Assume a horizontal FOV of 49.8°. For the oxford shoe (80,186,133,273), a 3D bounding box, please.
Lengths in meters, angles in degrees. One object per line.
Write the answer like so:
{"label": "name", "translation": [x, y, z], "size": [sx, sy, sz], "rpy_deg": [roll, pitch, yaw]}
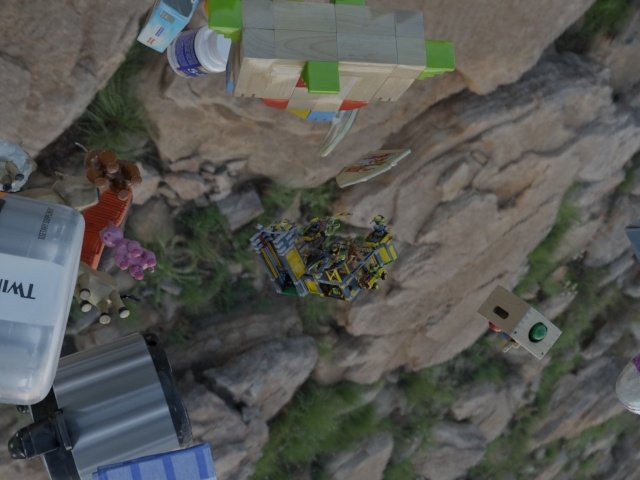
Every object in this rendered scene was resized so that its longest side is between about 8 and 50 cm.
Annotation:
{"label": "oxford shoe", "translation": [-0.514, -0.007, 1.633], "size": [0.271, 0.096, 0.098], "rpy_deg": [-65, 159, -14]}

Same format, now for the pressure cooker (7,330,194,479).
{"label": "pressure cooker", "translation": [-0.568, 0.456, 1.750], "size": [0.420, 0.375, 0.370], "rpy_deg": [-17, 127, -20]}

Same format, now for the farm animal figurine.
{"label": "farm animal figurine", "translation": [-0.445, -0.025, 1.158], "size": [0.326, 0.172, 0.330], "rpy_deg": [-2, 122, -34]}

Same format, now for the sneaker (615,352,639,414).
{"label": "sneaker", "translation": [0.515, 0.130, 0.960], "size": [0.282, 0.102, 0.161], "rpy_deg": [-41, 127, 21]}

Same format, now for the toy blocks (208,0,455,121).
{"label": "toy blocks", "translation": [-0.005, -0.289, 1.164], "size": [0.381, 0.191, 0.261], "rpy_deg": [-1, 169, -13]}

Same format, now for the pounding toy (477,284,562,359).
{"label": "pounding toy", "translation": [0.385, 0.173, 1.352], "size": [0.130, 0.141, 0.100], "rpy_deg": [35, 94, -29]}

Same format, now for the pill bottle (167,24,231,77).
{"label": "pill bottle", "translation": [-0.268, -0.451, 1.631], "size": [0.112, 0.186, 0.112], "rpy_deg": [-4, 96, -44]}

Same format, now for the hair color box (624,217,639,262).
{"label": "hair color box", "translation": [0.459, -0.014, 0.550], "size": [0.374, 0.185, 0.113], "rpy_deg": [-28, -176, -11]}

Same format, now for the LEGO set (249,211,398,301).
{"label": "LEGO set", "translation": [0.000, 0.000, 1.603], "size": [0.255, 0.331, 0.192], "rpy_deg": [-39, 120, -26]}

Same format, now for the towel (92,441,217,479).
{"label": "towel", "translation": [-0.258, 0.501, 1.150], "size": [0.209, 0.285, 0.034], "rpy_deg": [-11, 174, -4]}

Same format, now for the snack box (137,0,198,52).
{"label": "snack box", "translation": [-0.237, -0.527, 1.289], "size": [0.060, 0.187, 0.322], "rpy_deg": [26, 76, -24]}

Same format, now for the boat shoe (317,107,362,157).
{"label": "boat shoe", "translation": [0.067, -0.393, 2.078], "size": [0.302, 0.098, 0.109], "rpy_deg": [-56, -175, 15]}

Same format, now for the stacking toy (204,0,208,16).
{"label": "stacking toy", "translation": [-0.080, -0.481, 1.180], "size": [0.302, 0.175, 0.165], "rpy_deg": [-38, 157, 12]}

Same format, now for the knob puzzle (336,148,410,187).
{"label": "knob puzzle", "translation": [0.124, -0.185, 1.839], "size": [0.213, 0.213, 0.030], "rpy_deg": [-34, 112, -23]}

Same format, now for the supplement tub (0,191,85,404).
{"label": "supplement tub", "translation": [-0.388, 0.032, 0.614], "size": [0.315, 0.194, 0.194], "rpy_deg": [12, 117, -18]}
